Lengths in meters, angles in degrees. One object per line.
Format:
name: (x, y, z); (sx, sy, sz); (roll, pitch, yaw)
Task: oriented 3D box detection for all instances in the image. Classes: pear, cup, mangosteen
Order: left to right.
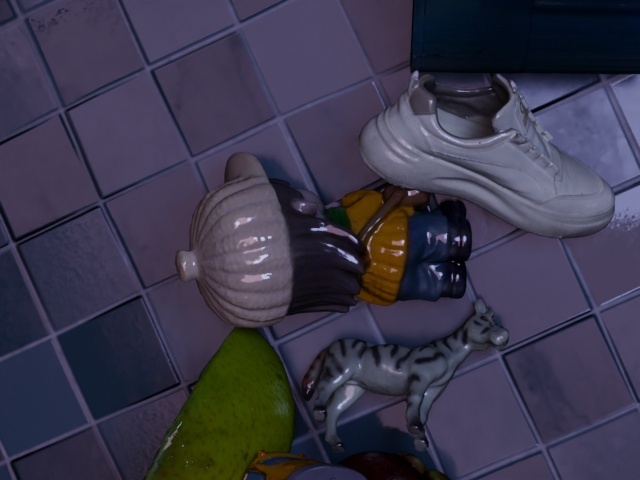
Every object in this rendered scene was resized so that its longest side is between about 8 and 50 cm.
pear: (-0.121, 0.247, 1.605); (0.139, 0.239, 0.288); (29, 92, 12)
mangosteen: (0.090, 0.334, 1.638); (0.200, 0.200, 0.200); (0, 92, 5)
cup: (0.253, -0.322, 1.580); (0.292, 0.308, 0.242); (3, 125, 4)

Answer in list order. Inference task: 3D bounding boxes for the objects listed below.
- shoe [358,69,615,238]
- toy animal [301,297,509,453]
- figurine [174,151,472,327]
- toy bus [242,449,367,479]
shoe: (0.211, -0.115, 1.572); (0.316, 0.124, 0.159); (13, 134, -11)
toy animal: (0.104, 0.172, 1.635); (0.255, 0.170, 0.090); (-11, 132, 1)
figurine: (0.006, 0.016, 1.604); (0.332, 0.204, 0.185); (9, 121, 8)
toy bus: (-0.037, 0.337, 1.540); (0.126, 0.136, 0.209); (11, 94, -37)
